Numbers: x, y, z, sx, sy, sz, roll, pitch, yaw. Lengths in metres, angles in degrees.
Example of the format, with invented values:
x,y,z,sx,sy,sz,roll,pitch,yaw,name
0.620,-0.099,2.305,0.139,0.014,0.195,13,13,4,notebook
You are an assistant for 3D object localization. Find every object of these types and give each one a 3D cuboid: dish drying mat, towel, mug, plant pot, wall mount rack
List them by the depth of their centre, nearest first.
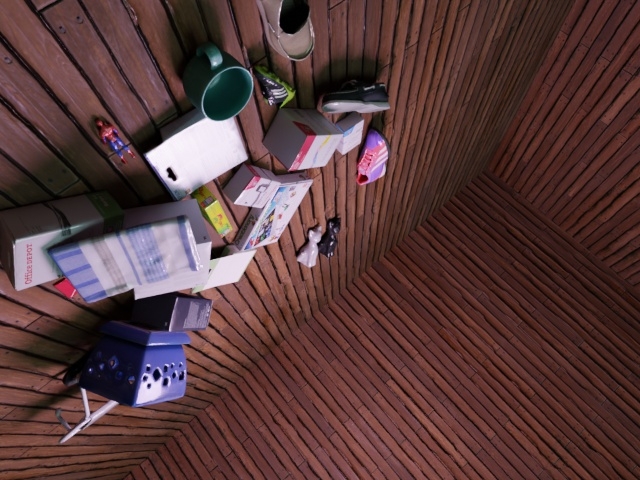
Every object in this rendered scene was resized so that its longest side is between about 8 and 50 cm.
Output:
x,y,z,sx,sy,sz,roll,pitch,yaw,name
-0.215,-0.340,0.943,0.129,0.097,0.157,-21,150,-46,mug
-0.415,0.044,1.017,0.285,0.034,0.209,-16,147,-16,towel
-0.653,0.124,1.174,0.032,0.008,0.083,-35,159,-19,dish drying mat
-0.558,0.367,1.414,0.236,0.236,0.212,27,73,-65,plant pot
-0.731,0.500,1.530,0.304,0.130,0.350,-43,176,33,wall mount rack

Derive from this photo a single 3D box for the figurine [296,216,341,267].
x,y,z,sx,sy,sz,roll,pitch,yaw,name
0.000,0.000,2.102,0.215,0.092,0.209,-24,145,-41,figurine

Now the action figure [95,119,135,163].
x,y,z,sx,sy,sz,roll,pitch,yaw,name
-0.421,-0.204,0.925,0.038,0.030,0.115,-44,156,-15,action figure

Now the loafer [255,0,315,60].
x,y,z,sx,sy,sz,roll,pitch,yaw,name
-0.067,-0.468,0.976,0.102,0.092,0.268,-44,161,2,loafer

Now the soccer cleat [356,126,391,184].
x,y,z,sx,sy,sz,roll,pitch,yaw,name
0.198,-0.320,1.789,0.116,0.108,0.318,-36,162,-10,soccer cleat

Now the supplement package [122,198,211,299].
x,y,z,sx,sy,sz,roll,pitch,yaw,name
-0.401,0.023,1.181,0.194,0.149,0.203,-11,147,-25,supplement package

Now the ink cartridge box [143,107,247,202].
x,y,z,sx,sy,sz,roll,pitch,yaw,name
-0.299,-0.217,1.106,0.224,0.045,0.223,-35,159,-13,ink cartridge box

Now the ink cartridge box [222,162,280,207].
x,y,z,sx,sy,sz,roll,pitch,yaw,name
-0.204,-0.163,1.379,0.109,0.063,0.150,-50,159,17,ink cartridge box

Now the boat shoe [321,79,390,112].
x,y,z,sx,sy,sz,roll,pitch,yaw,name
0.104,-0.440,1.382,0.114,0.091,0.303,-3,-170,37,boat shoe

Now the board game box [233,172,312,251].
x,y,z,sx,sy,sz,roll,pitch,yaw,name
-0.166,-0.100,1.597,0.193,0.053,0.305,-17,148,-53,board game box

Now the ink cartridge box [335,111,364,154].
x,y,z,sx,sy,sz,roll,pitch,yaw,name
0.097,-0.368,1.564,0.088,0.052,0.122,-37,158,-18,ink cartridge box

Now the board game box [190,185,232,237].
x,y,z,sx,sy,sz,roll,pitch,yaw,name
-0.310,-0.088,1.283,0.043,0.092,0.181,-40,160,-14,board game box

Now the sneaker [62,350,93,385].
x,y,z,sx,sy,sz,roll,pitch,yaw,name
-0.751,0.396,1.478,0.170,0.051,0.089,-32,162,-47,sneaker

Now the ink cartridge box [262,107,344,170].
x,y,z,sx,sy,sz,roll,pitch,yaw,name
-0.048,-0.294,1.318,0.176,0.128,0.127,-18,149,-50,ink cartridge box

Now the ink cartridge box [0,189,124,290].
x,y,z,sx,sy,sz,roll,pitch,yaw,name
-0.553,-0.004,0.977,0.219,0.092,0.160,-22,150,-46,ink cartridge box

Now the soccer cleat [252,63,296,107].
x,y,z,sx,sy,sz,roll,pitch,yaw,name
-0.121,-0.373,1.120,0.072,0.060,0.179,-47,163,14,soccer cleat

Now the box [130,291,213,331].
x,y,z,sx,sy,sz,roll,pitch,yaw,name
-0.474,0.225,1.472,0.207,0.153,0.108,30,71,-70,box

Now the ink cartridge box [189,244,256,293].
x,y,z,sx,sy,sz,roll,pitch,yaw,name
-0.356,0.095,1.625,0.235,0.056,0.171,-10,141,-52,ink cartridge box
